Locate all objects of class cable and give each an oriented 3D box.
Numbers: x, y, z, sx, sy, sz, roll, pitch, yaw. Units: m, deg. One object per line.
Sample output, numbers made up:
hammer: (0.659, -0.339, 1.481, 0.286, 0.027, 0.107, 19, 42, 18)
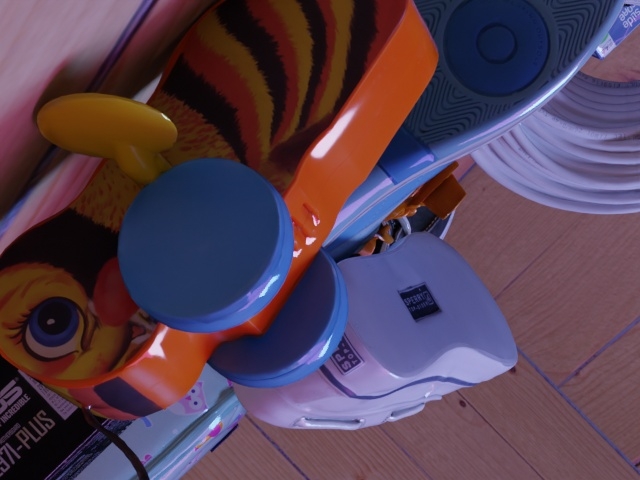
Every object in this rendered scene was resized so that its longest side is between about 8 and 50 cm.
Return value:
cable: (0.212, -0.138, 1.174, 0.257, 0.257, 0.089, -15, -144, 21)

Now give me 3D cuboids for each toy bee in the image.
toy bee: (-0.078, 0.006, 0.681, 0.298, 0.162, 0.195, -56, 152, -33)

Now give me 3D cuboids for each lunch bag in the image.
lunch bag: (-0.174, 0.199, 1.654, 0.224, 0.108, 0.279, -44, 176, -2)

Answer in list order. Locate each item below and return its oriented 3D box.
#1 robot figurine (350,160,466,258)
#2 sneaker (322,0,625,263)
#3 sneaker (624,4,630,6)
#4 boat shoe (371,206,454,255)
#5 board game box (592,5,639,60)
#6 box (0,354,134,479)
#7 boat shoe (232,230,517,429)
robot figurine: (0.000, 0.000, 1.144, 0.211, 0.085, 0.291, -45, -177, -9)
sneaker: (0.024, -0.067, 0.889, 0.319, 0.127, 0.208, -35, 175, 5)
sneaker: (0.228, -0.213, 1.227, 0.343, 0.146, 0.134, -46, 176, 31)
boat shoe: (0.046, 0.004, 1.757, 0.335, 0.121, 0.119, -39, 178, -34)
board game box: (0.258, -0.249, 1.381, 0.201, 0.035, 0.136, -44, -143, -5)
box: (-0.177, 0.113, 1.001, 0.180, 0.077, 0.147, -44, 176, -4)
boat shoe: (0.030, 0.052, 0.896, 0.084, 0.095, 0.258, -34, 164, 20)
